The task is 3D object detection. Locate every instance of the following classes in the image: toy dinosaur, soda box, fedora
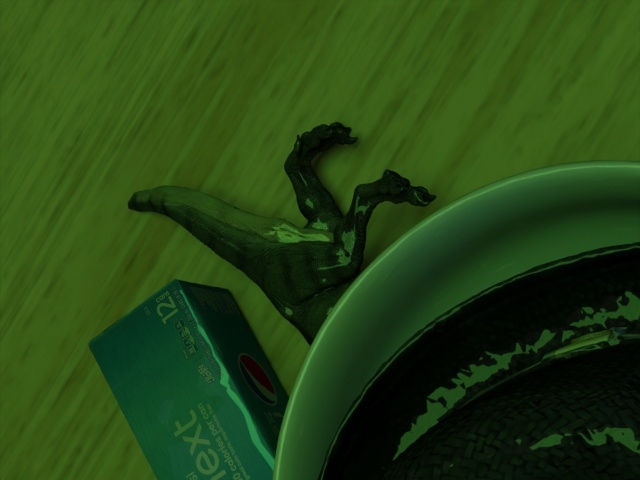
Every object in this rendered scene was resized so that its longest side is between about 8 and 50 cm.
[{"bbox_3d":[0.000,0.000,0.939,0.268,0.064,0.118,36,104,27],"label":"toy dinosaur"},{"bbox_3d":[-0.046,0.128,0.935,0.071,0.067,0.210,-36,70,16],"label":"soda box"},{"bbox_3d":[0.126,0.142,0.657,0.334,0.152,0.334,-3,82,23],"label":"fedora"}]

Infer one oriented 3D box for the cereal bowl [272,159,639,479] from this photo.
[{"bbox_3d":[0.154,0.136,0.806,0.339,0.141,0.339,-3,82,23],"label":"cereal bowl"}]
